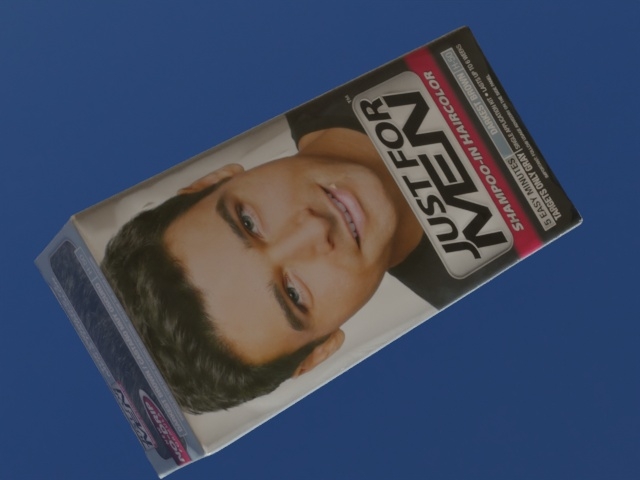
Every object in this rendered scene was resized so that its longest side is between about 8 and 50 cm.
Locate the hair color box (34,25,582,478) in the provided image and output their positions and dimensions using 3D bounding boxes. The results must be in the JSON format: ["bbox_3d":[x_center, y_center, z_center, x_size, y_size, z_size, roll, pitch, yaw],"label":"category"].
[{"bbox_3d":[0.000,0.000,1.030,0.374,0.113,0.185,-29,-93,-29],"label":"hair color box"}]
